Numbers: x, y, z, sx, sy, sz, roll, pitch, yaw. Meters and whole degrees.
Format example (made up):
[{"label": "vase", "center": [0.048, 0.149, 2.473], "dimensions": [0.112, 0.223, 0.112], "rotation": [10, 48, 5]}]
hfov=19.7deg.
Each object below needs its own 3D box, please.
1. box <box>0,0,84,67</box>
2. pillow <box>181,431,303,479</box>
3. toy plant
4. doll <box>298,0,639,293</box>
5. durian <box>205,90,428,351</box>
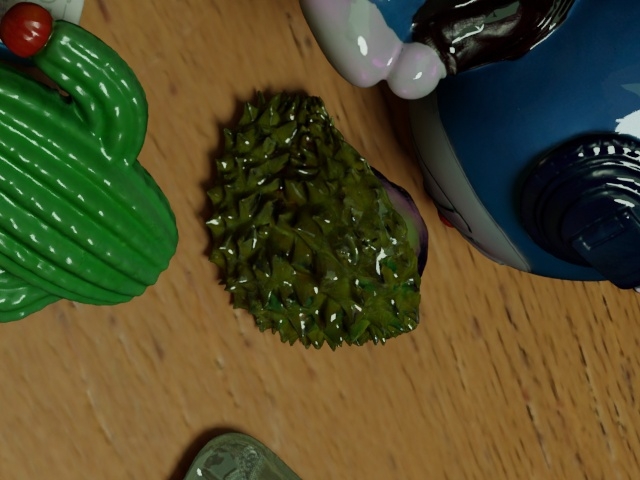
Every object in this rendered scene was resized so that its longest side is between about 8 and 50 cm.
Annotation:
[{"label": "box", "center": [-0.194, -0.209, 1.042], "dimensions": [0.139, 0.073, 0.194], "rotation": [14, 85, -27]}, {"label": "pillow", "center": [-0.015, 0.222, 1.172], "dimensions": [0.217, 0.033, 0.130], "rotation": [37, 75, -23]}, {"label": "toy plant", "center": [-0.169, -0.054, 1.024], "dimensions": [0.155, 0.088, 0.240], "rotation": [-21, 125, 1]}, {"label": "doll", "center": [0.139, -0.108, 1.124], "dimensions": [0.240, 0.284, 0.310], "rotation": [-30, 116, 21]}, {"label": "durian", "center": [0.003, 0.000, 1.130], "dimensions": [0.119, 0.108, 0.186], "rotation": [-28, 104, -24]}]
